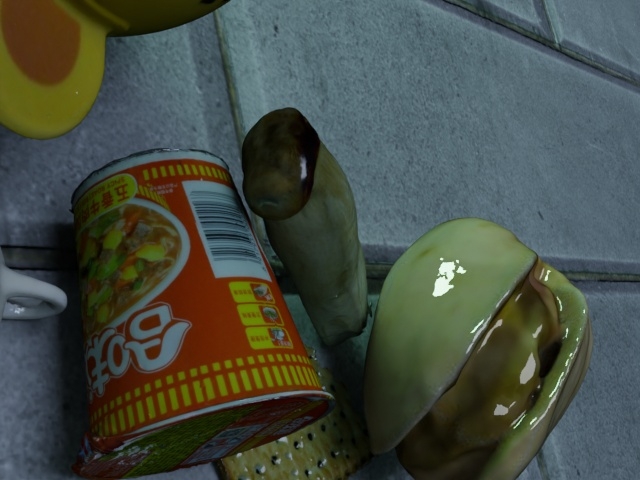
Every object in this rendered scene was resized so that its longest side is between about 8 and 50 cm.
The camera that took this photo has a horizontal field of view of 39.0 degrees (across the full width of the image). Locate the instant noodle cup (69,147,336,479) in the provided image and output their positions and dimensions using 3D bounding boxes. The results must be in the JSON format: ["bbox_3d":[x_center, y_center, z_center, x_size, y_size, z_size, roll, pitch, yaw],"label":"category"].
[{"bbox_3d":[-0.109,0.052,0.688,0.193,0.193,0.212,7,59,-49],"label":"instant noodle cup"}]

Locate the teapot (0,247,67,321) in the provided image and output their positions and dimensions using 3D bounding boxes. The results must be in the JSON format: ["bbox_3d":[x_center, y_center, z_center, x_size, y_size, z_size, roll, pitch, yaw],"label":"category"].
[{"bbox_3d":[-0.264,0.026,0.572,0.245,0.116,0.159,26,42,-48],"label":"teapot"}]

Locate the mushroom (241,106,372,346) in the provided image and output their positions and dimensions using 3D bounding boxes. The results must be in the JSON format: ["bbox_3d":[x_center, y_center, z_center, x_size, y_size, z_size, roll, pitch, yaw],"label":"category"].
[{"bbox_3d":[0.000,0.000,0.801,0.312,0.081,0.100,68,24,-60],"label":"mushroom"}]

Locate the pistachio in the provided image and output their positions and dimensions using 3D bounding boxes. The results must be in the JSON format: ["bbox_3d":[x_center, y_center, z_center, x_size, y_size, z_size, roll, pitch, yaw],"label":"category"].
[{"bbox_3d":[0.155,0.110,0.908,0.229,0.238,0.321,35,40,-1],"label":"pistachio"}]

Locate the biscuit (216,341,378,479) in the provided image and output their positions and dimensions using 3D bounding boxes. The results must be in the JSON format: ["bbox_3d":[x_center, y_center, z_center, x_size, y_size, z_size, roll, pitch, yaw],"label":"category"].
[{"bbox_3d":[-0.026,0.177,0.839,0.203,0.016,0.144,-23,90,-52],"label":"biscuit"}]

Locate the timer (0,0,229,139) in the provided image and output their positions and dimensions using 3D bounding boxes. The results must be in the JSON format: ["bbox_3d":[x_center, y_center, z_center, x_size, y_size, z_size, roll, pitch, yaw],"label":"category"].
[{"bbox_3d":[-0.170,-0.296,0.626,0.376,0.376,0.387,54,33,-17],"label":"timer"}]
